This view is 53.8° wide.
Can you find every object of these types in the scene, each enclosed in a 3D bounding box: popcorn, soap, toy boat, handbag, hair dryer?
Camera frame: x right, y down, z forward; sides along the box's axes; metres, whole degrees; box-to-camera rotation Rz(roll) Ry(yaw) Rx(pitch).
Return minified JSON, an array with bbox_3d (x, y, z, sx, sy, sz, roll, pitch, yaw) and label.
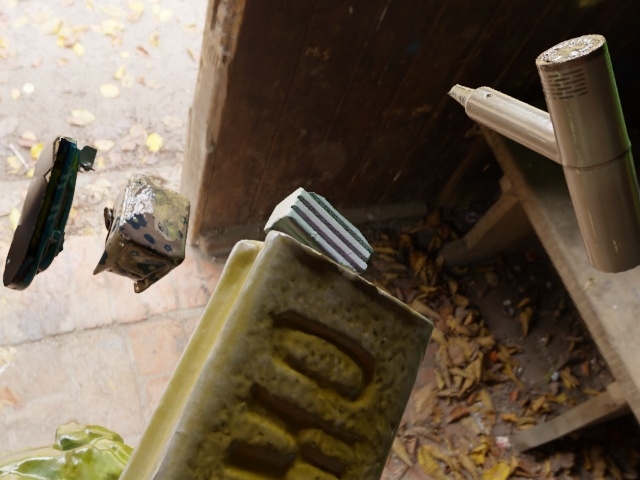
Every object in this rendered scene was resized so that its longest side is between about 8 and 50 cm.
[{"bbox_3d":[-0.220,0.252,0.507,0.198,0.197,0.212,-14,32,-24],"label":"popcorn"},{"bbox_3d":[0.000,0.000,1.398,0.230,0.091,0.145,44,36,-16],"label":"soap"},{"bbox_3d":[-0.503,-0.046,1.186,0.092,0.134,0.298,22,75,-40],"label":"toy boat"},{"bbox_3d":[-0.036,0.151,0.471,0.174,0.089,0.274,31,70,-21],"label":"soap"},{"bbox_3d":[-0.440,-0.008,1.535,0.190,0.193,0.251,27,36,-27],"label":"handbag"},{"bbox_3d":[0.192,-0.086,0.584,0.054,0.220,0.195,-31,115,-12],"label":"hair dryer"}]
